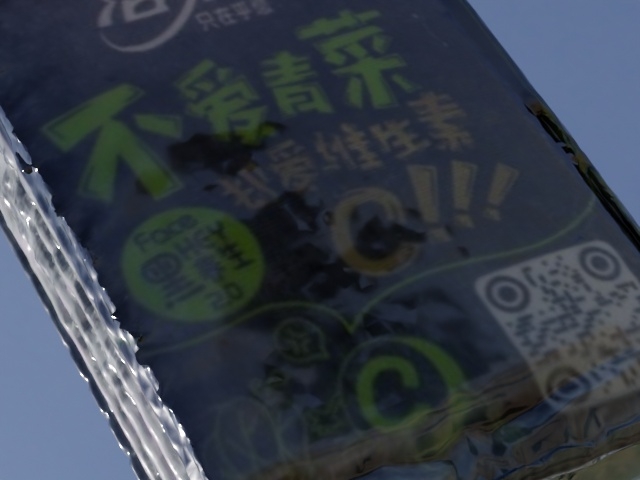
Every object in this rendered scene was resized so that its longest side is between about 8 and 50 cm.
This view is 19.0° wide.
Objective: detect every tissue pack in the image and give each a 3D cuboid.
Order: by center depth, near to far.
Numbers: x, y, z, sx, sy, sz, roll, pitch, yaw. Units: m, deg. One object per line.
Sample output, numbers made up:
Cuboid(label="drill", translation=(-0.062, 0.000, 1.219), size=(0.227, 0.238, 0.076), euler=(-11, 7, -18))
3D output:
Cuboid(label="tissue pack", translation=(0.000, 0.000, 0.593), size=(0.173, 0.235, 0.073), euler=(-18, -34, -25))
